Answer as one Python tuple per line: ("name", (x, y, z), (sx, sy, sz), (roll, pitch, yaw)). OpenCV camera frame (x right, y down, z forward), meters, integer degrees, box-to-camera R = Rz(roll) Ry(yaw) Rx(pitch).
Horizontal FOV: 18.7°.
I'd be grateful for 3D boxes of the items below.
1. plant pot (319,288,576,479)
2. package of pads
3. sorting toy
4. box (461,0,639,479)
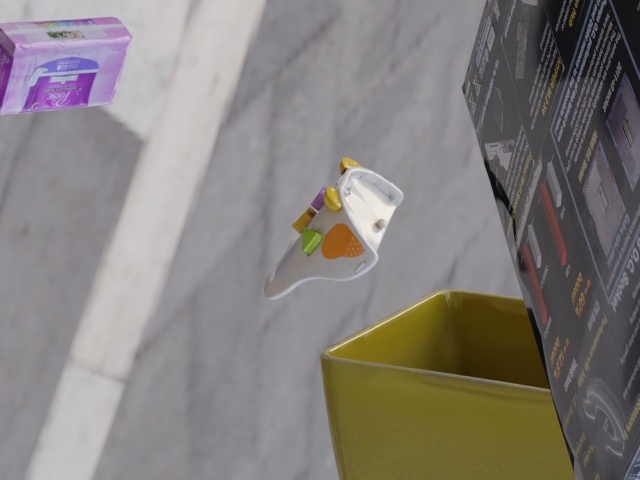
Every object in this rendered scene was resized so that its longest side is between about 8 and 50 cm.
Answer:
("plant pot", (0.135, 0.154, 1.266), (0.212, 0.212, 0.187), (-23, 116, -62))
("package of pads", (-0.151, -0.100, 1.112), (0.083, 0.032, 0.050), (-10, 132, -39))
("sorting toy", (0.000, 0.000, 1.066), (0.075, 0.045, 0.083), (-42, -170, 26))
("box", (0.138, -0.070, 0.718), (0.307, 0.076, 0.242), (101, -19, -51))
